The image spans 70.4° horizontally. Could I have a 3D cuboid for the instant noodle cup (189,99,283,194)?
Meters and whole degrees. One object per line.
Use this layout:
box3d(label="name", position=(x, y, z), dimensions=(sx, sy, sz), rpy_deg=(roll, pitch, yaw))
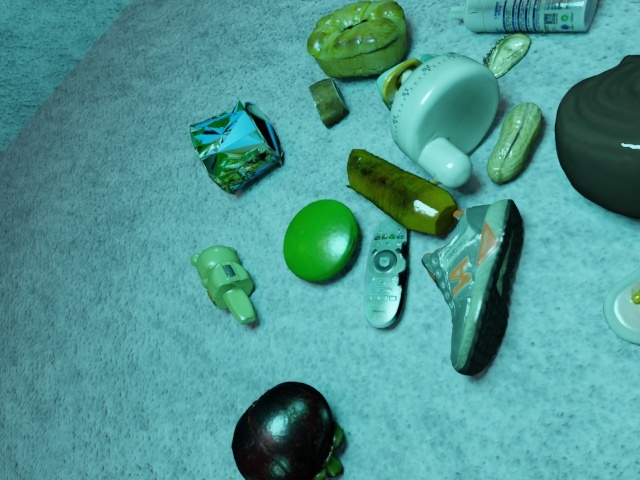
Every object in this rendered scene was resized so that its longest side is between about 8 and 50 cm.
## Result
box3d(label="instant noodle cup", position=(-0.225, -0.270, 1.280), dimensions=(0.178, 0.240, 0.240), rpy_deg=(-26, 58, 14))

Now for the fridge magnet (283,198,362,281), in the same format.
box3d(label="fridge magnet", position=(0.000, 0.000, 1.091), dimensions=(0.208, 0.088, 0.207), rpy_deg=(-14, 63, 29))

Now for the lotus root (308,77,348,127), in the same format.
box3d(label="lotus root", position=(0.017, -0.375, 1.217), dimensions=(0.081, 0.112, 0.122), rpy_deg=(-25, 58, 15))

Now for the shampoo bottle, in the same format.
box3d(label="shampoo bottle", position=(0.435, -0.512, 1.010), dimensions=(0.303, 0.092, 0.092), rpy_deg=(20, 83, 39))

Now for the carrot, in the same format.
box3d(label="carrot", position=(0.164, -0.111, 1.010), dimensions=(0.302, 0.114, 0.114), rpy_deg=(39, 94, 41))

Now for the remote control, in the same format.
box3d(label="remote control", position=(0.147, 0.067, 0.995), dimensions=(0.098, 0.045, 0.256), rpy_deg=(0, 68, 31))

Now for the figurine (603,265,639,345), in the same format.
box3d(label="figurine", position=(0.552, 0.066, 0.664), dimensions=(0.250, 0.141, 0.166), rpy_deg=(-35, 57, 17))

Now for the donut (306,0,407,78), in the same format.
box3d(label="donut", position=(0.103, -0.529, 1.193), dimensions=(0.262, 0.128, 0.208), rpy_deg=(12, 61, 32))

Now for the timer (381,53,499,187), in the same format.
box3d(label="timer", position=(0.263, -0.247, 0.926), dimensions=(0.233, 0.233, 0.240), rpy_deg=(-45, 50, 11))

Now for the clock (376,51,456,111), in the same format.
box3d(label="clock", position=(0.230, -0.371, 1.056), dimensions=(0.189, 0.148, 0.060), rpy_deg=(-22, 79, 21))

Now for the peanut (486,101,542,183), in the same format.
box3d(label="peanut", position=(0.392, -0.195, 0.921), dimensions=(0.080, 0.080, 0.174), rpy_deg=(27, 92, 38))

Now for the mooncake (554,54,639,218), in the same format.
box3d(label="mooncake", position=(0.569, -0.183, 0.711), dimensions=(0.334, 0.174, 0.326), rpy_deg=(-37, 43, 1))

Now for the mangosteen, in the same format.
box3d(label="mangosteen", position=(-0.066, 0.402, 0.907), dimensions=(0.216, 0.216, 0.216), rpy_deg=(-13, 64, 29))

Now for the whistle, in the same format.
box3d(label="whistle", position=(-0.245, 0.110, 1.194), dimensions=(0.288, 0.131, 0.106), rpy_deg=(53, 142, 36))

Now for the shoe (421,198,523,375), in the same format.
box3d(label="shoe", position=(0.264, 0.076, 0.867), dimensions=(0.171, 0.132, 0.336), rpy_deg=(7, 73, 40))

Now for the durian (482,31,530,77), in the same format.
box3d(label="durian", position=(0.411, -0.417, 1.029), dimensions=(0.130, 0.052, 0.066), rpy_deg=(-43, 92, 15))
